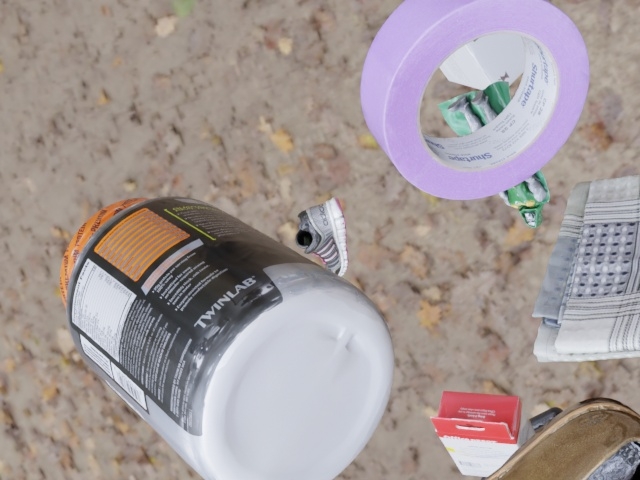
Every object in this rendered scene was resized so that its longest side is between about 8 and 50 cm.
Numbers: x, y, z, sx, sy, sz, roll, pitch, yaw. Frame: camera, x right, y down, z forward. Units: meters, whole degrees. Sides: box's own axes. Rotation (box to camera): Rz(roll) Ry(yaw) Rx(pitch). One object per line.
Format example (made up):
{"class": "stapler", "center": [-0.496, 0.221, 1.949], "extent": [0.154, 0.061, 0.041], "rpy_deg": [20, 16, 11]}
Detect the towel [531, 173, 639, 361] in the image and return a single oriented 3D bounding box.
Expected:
{"class": "towel", "center": [0.431, 0.014, 1.334], "extent": [0.324, 0.312, 0.056], "rpy_deg": [-10, 136, 39]}

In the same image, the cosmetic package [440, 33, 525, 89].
{"class": "cosmetic package", "center": [0.285, -0.373, 1.870], "extent": [0.151, 0.151, 0.183], "rpy_deg": [49, 173, -28]}

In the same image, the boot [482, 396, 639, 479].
{"class": "boot", "center": [0.113, 0.231, 0.718], "extent": [0.112, 0.115, 0.305], "rpy_deg": [43, 95, 5]}

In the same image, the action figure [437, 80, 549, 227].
{"class": "action figure", "center": [0.275, -0.117, 1.577], "extent": [0.137, 0.063, 0.232], "rpy_deg": [-10, 120, 52]}

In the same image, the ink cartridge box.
{"class": "ink cartridge box", "center": [0.277, 0.319, 1.763], "extent": [0.134, 0.078, 0.231], "rpy_deg": [1, 146, 24]}

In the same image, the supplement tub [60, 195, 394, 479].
{"class": "supplement tub", "center": [-0.106, 0.081, 0.992], "extent": [0.338, 0.207, 0.207], "rpy_deg": [28, 129, 51]}

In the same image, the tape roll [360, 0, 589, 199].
{"class": "tape roll", "center": [0.192, -0.190, 1.319], "extent": [0.090, 0.274, 0.275], "rpy_deg": [-119, 30, -53]}

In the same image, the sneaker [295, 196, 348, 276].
{"class": "sneaker", "center": [0.000, 0.000, 1.576], "extent": [0.170, 0.074, 0.063], "rpy_deg": [84, 175, -57]}

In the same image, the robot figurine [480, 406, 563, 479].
{"class": "robot figurine", "center": [0.448, 0.450, 2.042], "extent": [0.278, 0.173, 0.209], "rpy_deg": [-38, 80, 27]}
